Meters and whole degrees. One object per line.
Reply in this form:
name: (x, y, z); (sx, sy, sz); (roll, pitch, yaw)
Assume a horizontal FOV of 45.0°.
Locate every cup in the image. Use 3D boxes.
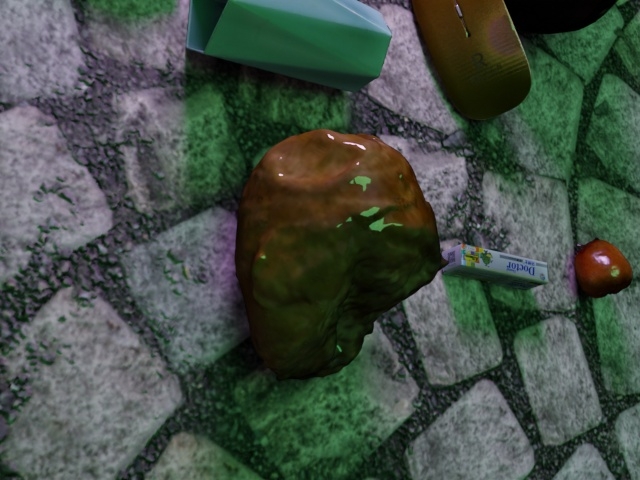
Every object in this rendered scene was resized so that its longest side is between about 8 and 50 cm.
cup: (-0.037, -0.267, 0.974); (0.235, 0.148, 0.134); (12, 104, -32)

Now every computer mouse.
computer mouse: (0.221, -0.301, 1.138); (0.245, 0.126, 0.056); (69, 20, 1)

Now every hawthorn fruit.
hawthorn fruit: (0.430, 0.039, 1.190); (0.081, 0.081, 0.093); (-2, 64, -30)

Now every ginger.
ginger: (-0.002, -0.001, 0.882); (0.269, 0.200, 0.223); (-41, 64, 6)

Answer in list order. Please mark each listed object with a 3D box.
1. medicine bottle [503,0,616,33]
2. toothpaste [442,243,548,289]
medicine bottle: (0.413, -0.494, 1.234); (0.242, 0.242, 0.395); (52, 45, -9)
toothpaste: (0.249, 0.040, 1.102); (0.164, 0.046, 0.034); (12, 69, -27)
